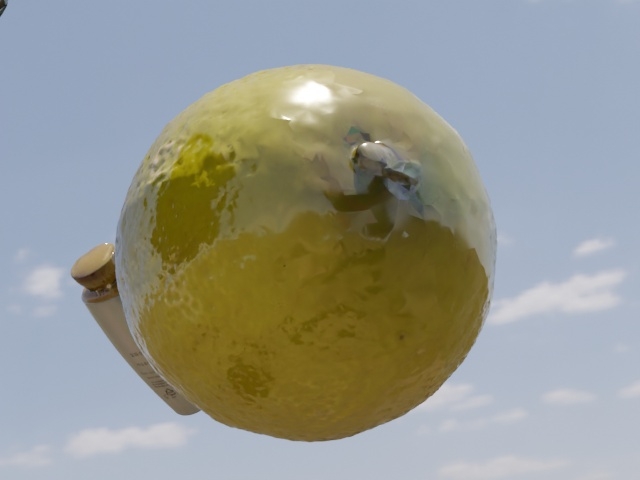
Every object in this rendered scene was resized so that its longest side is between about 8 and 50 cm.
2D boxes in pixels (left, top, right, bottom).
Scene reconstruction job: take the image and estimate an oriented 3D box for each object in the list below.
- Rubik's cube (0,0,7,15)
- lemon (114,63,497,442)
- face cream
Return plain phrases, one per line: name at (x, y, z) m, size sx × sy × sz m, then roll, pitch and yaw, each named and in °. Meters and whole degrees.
Rubik's cube at (-0.396, -0.162, 0.833) m, size 0.283 × 0.288 × 0.293 m, roll 29°, pitch -12°, yaw 24°
lemon at (0.000, 0.000, 0.904) m, size 0.240 × 0.240 × 0.219 m, roll -1°, pitch -21°, yaw -27°
face cream at (-0.159, 0.083, 1.323) m, size 0.072 × 0.051 × 0.182 m, roll -13°, pitch -56°, yaw 33°
